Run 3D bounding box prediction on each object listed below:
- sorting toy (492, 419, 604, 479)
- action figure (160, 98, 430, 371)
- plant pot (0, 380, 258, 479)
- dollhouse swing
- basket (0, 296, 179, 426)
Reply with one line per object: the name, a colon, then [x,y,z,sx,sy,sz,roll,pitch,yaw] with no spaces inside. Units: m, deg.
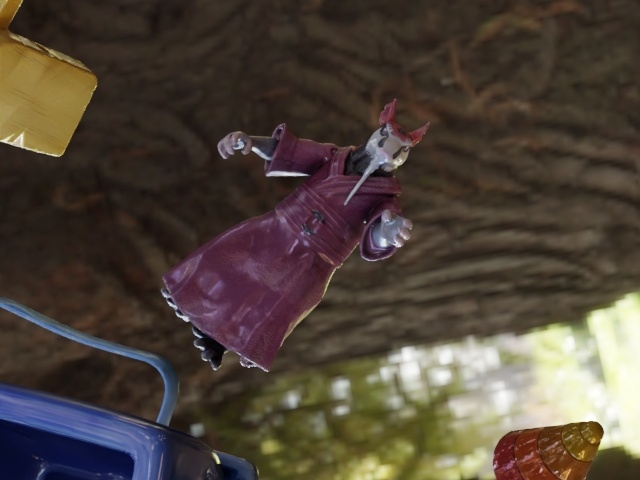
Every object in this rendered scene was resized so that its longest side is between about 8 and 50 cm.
sorting toy: [0.360,0.337,1.862,0.365,0.126,0.127,49,-139,8]
action figure: [0.000,0.000,1.896,0.248,0.370,0.276,46,-179,25]
plant pot: [-0.175,0.209,1.007,0.212,0.236,0.236,24,-102,-67]
dollhouse swing: [-0.372,-0.331,1.785,0.347,0.305,0.315,42,-170,18]
basket: [-0.288,0.225,1.704,0.201,0.254,0.289,-13,-60,-62]
